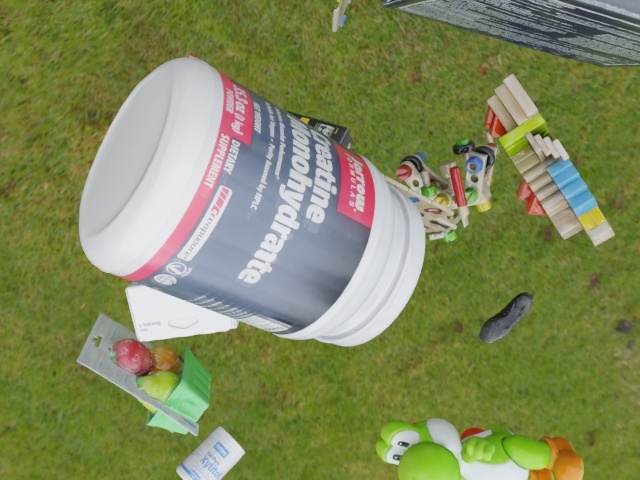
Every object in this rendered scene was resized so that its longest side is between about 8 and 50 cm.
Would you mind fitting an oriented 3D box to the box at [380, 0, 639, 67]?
[{"bbox_3d":[0.252,-0.274,0.630,0.296,0.294,0.183,9,103,-16],"label":"box"}]

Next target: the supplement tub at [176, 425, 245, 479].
[{"bbox_3d":[-0.194,0.390,1.225,0.107,0.071,0.071,-44,121,-19],"label":"supplement tub"}]

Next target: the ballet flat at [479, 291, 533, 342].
[{"bbox_3d":[0.458,0.193,1.699,0.173,0.049,0.057,-47,69,25],"label":"ballet flat"}]

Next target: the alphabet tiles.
[{"bbox_3d":[0.098,-0.087,1.415,0.342,0.285,0.011,25,75,-24],"label":"alphabet tiles"}]

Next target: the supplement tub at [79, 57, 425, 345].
[{"bbox_3d":[-0.056,-0.022,0.630,0.272,0.191,0.191,25,116,-33],"label":"supplement tub"}]

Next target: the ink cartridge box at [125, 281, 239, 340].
[{"bbox_3d":[-0.255,0.091,1.439,0.201,0.278,0.117,-9,106,7],"label":"ink cartridge box"}]

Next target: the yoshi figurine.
[{"bbox_3d":[0.281,0.425,1.255,0.361,0.203,0.204,12,74,-6],"label":"yoshi figurine"}]

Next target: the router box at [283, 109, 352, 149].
[{"bbox_3d":[-0.095,-0.166,1.683,0.242,0.309,0.081,20,157,20],"label":"router box"}]

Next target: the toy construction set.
[{"bbox_3d":[0.328,-0.097,1.682,0.257,0.309,0.238,-12,107,14],"label":"toy construction set"}]

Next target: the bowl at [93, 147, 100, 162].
[{"bbox_3d":[-0.430,-0.132,1.754,0.289,0.156,0.290,-8,125,-12],"label":"bowl"}]

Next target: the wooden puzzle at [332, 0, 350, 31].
[{"bbox_3d":[0.037,-0.422,1.244,0.014,0.079,0.116,23,156,6],"label":"wooden puzzle"}]

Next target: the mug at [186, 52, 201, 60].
[{"bbox_3d":[-0.193,-0.222,1.191,0.169,0.150,0.113,42,130,-17],"label":"mug"}]

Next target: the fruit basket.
[{"bbox_3d":[-0.466,0.353,1.834,0.352,0.327,0.166,31,99,-15],"label":"fruit basket"}]

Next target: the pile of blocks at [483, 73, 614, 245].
[{"bbox_3d":[0.403,-0.123,1.278,0.112,0.149,0.362,-34,96,16],"label":"pile of blocks"}]
